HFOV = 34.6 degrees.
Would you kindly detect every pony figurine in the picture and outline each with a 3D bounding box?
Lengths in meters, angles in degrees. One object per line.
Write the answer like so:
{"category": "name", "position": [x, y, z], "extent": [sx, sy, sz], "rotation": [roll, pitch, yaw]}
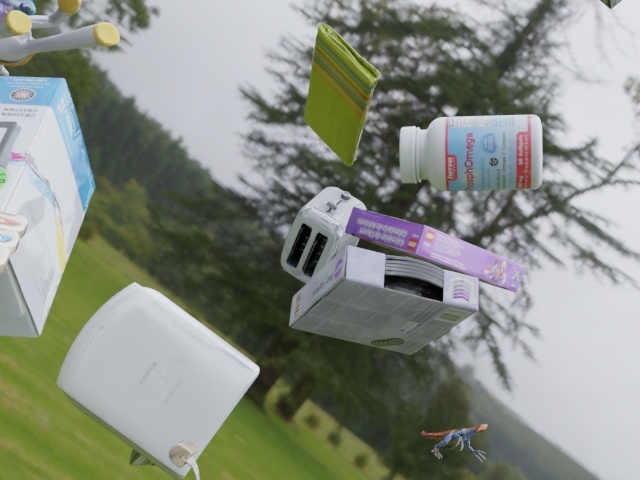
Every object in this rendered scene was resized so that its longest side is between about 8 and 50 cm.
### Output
{"category": "pony figurine", "position": [-0.575, -0.331, 1.703], "extent": [0.363, 0.303, 0.351], "rotation": [-14, -4, 35]}

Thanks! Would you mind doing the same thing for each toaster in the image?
{"category": "toaster", "position": [0.000, 0.000, 2.256], "extent": [0.129, 0.227, 0.146], "rotation": [33, 30, 14]}

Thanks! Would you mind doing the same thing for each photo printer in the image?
{"category": "photo printer", "position": [-0.304, 0.245, 1.875], "extent": [0.307, 0.256, 0.107], "rotation": [38, -11, -7]}

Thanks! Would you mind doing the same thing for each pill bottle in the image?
{"category": "pill bottle", "position": [0.174, -0.101, 1.190], "extent": [0.160, 0.087, 0.087], "rotation": [-1, -11, 10]}

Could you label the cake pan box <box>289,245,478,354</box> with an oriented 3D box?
{"category": "cake pan box", "position": [0.104, 0.107, 1.741], "extent": [0.245, 0.070, 0.267], "rotation": [12, -27, -17]}

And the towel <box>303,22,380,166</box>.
{"category": "towel", "position": [0.024, -0.184, 1.336], "extent": [0.102, 0.021, 0.237], "rotation": [48, -18, 13]}

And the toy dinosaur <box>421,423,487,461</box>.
{"category": "toy dinosaur", "position": [0.188, 0.267, 1.412], "extent": [0.090, 0.082, 0.047], "rotation": [51, 6, 33]}

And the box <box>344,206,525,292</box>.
{"category": "box", "position": [0.216, 0.018, 1.931], "extent": [0.293, 0.057, 0.201], "rotation": [20, -2, -39]}

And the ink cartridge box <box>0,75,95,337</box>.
{"category": "ink cartridge box", "position": [-0.423, -0.046, 1.265], "extent": [0.198, 0.270, 0.197], "rotation": [3, -44, 6]}

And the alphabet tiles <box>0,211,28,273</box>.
{"category": "alphabet tiles", "position": [-0.387, -0.033, 0.839], "extent": [0.278, 0.021, 0.284], "rotation": [15, 11, -12]}

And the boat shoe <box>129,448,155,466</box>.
{"category": "boat shoe", "position": [-0.350, 0.440, 2.267], "extent": [0.103, 0.118, 0.320], "rotation": [18, -26, -15]}

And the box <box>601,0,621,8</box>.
{"category": "box", "position": [0.393, -0.465, 1.575], "extent": [0.184, 0.045, 0.190], "rotation": [53, 4, 25]}

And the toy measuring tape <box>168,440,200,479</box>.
{"category": "toy measuring tape", "position": [-0.137, 0.372, 1.017], "extent": [0.121, 0.121, 0.330], "rotation": [61, 13, -84]}
